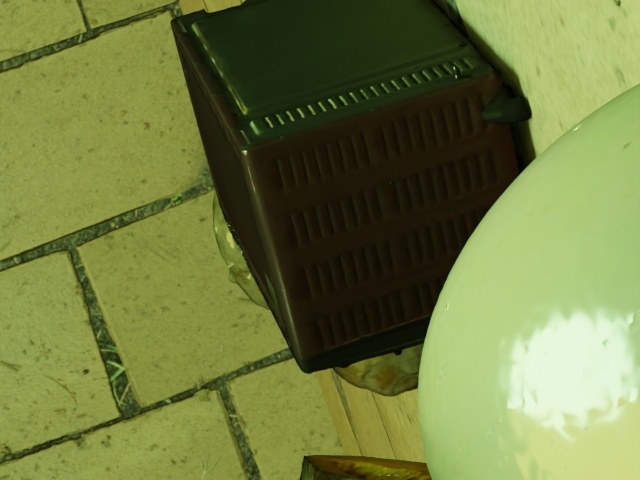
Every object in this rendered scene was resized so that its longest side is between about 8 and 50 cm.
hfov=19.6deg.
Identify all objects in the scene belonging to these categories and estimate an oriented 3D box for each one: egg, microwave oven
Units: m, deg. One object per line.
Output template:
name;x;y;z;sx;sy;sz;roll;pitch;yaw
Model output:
egg;0.139;0.079;0.662;0.264;0.174;0.286;69;172;-28
microwave oven;0.024;-0.052;1.218;0.247;0.178;0.188;-120;12;-60

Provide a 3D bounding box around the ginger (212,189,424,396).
ginger;0.000;0.000;1.674;0.256;0.176;0.375;55;177;-11

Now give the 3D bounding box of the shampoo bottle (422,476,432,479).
shampoo bottle;0.151;0.241;1.492;0.244;0.085;0.085;-130;21;-67

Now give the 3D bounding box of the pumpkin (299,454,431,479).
pumpkin;0.087;0.282;1.752;0.317;0.222;0.139;147;130;-83
